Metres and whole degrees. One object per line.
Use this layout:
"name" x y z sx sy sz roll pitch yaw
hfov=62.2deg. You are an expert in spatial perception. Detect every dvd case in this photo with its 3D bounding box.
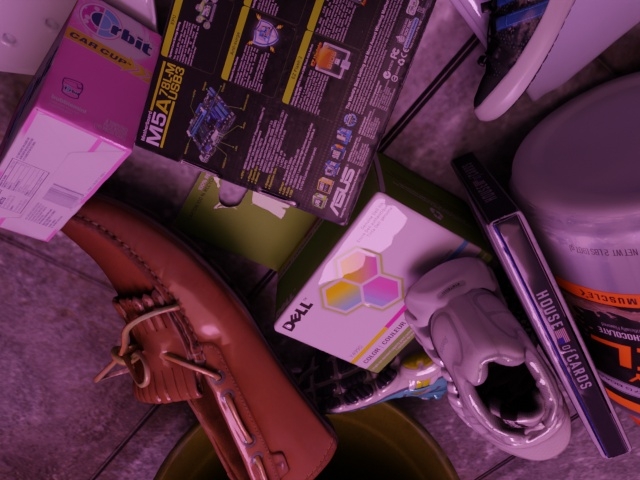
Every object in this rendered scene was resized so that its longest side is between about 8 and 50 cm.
"dvd case" 0.191 0.047 0.480 0.030 0.179 0.238 -26 108 14

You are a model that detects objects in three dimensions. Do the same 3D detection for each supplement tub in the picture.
"supplement tub" 0.323 0.034 0.487 0.207 0.207 0.338 -27 121 16

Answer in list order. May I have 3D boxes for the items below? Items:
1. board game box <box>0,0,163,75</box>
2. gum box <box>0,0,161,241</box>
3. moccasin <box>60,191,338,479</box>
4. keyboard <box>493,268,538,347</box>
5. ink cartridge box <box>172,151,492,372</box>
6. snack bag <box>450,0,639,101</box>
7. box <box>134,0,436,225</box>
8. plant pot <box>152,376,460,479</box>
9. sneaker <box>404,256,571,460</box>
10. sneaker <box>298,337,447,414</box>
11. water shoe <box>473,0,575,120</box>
"board game box" -0.295 -0.269 0.276 0.390 0.050 0.390 6 147 -6
"gum box" -0.202 -0.082 0.411 0.062 0.107 0.188 25 144 -35
"moccasin" -0.137 0.120 0.536 0.139 0.147 0.380 -1 125 54
"keyboard" 0.222 0.111 0.649 0.108 0.023 0.180 0 124 -1
"ink cartridge box" 0.000 0.000 0.521 0.255 0.097 0.189 26 120 -19
"snack bag" 0.200 -0.316 0.348 0.342 0.037 0.323 -39 118 23
"box" -0.030 -0.130 0.411 0.184 0.045 0.190 21 105 2
"plant pot" -0.020 0.431 0.692 0.367 0.366 0.353 1 136 -2
"sneaker" 0.178 0.148 0.501 0.110 0.118 0.292 -36 124 7
"sneaker" 0.101 0.156 0.623 0.275 0.107 0.110 -19 129 17
"water shoe" 0.145 -0.190 0.383 0.080 0.073 0.203 25 119 7
